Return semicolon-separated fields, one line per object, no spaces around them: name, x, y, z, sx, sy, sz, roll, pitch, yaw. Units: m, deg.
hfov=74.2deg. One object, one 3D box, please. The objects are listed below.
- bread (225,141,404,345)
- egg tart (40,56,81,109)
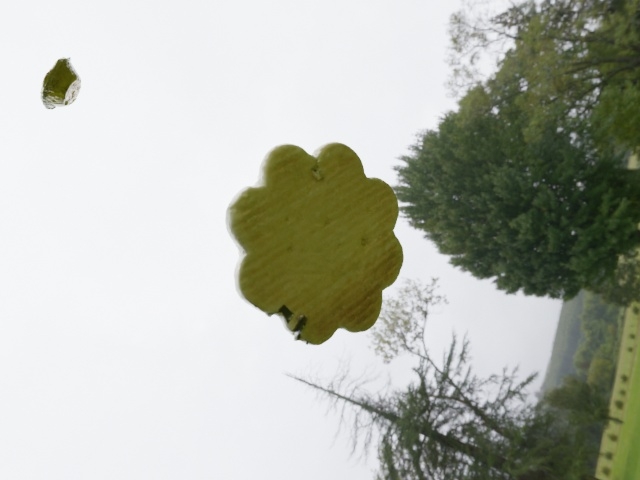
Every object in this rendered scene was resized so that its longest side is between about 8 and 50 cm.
bread;0.000;0.000;0.648;0.316;0.054;0.315;2;-95;-28
egg tart;-0.468;-0.280;0.771;0.039;0.105;0.105;28;-108;-16
